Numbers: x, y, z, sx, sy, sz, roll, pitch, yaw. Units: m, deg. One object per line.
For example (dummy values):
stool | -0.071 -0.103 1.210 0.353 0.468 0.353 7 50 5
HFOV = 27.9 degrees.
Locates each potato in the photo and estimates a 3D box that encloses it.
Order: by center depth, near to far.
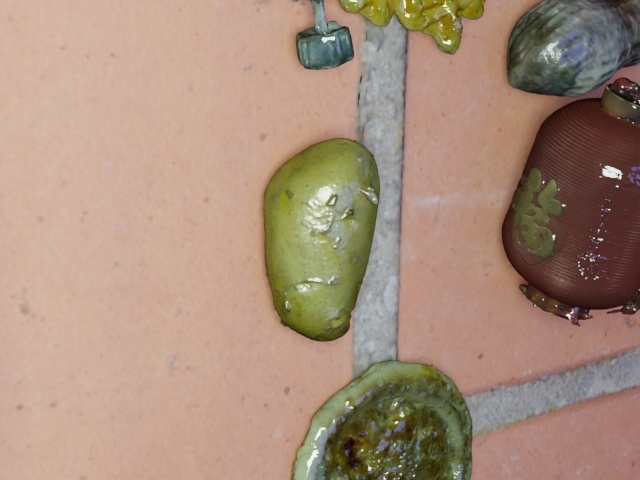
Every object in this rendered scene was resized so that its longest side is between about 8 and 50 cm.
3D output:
potato | 0.000 0.000 1.171 0.105 0.085 0.188 2 100 1

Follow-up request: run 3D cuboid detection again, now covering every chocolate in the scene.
chocolate | 0.289 -0.217 1.340 0.248 0.110 0.110 -30 117 -36

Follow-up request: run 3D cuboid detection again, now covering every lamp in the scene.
lamp | 0.287 -0.038 1.309 0.180 0.180 0.258 -4 123 -38

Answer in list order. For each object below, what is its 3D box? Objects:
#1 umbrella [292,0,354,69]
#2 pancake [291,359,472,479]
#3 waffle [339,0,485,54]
umbrella | -0.020 -0.307 1.063 0.094 0.143 0.349 -56 142 -60
pancake | 0.068 0.240 1.308 0.253 0.037 0.253 -12 110 -35
waffle | 0.094 -0.306 1.194 0.238 0.059 0.243 30 82 -38
